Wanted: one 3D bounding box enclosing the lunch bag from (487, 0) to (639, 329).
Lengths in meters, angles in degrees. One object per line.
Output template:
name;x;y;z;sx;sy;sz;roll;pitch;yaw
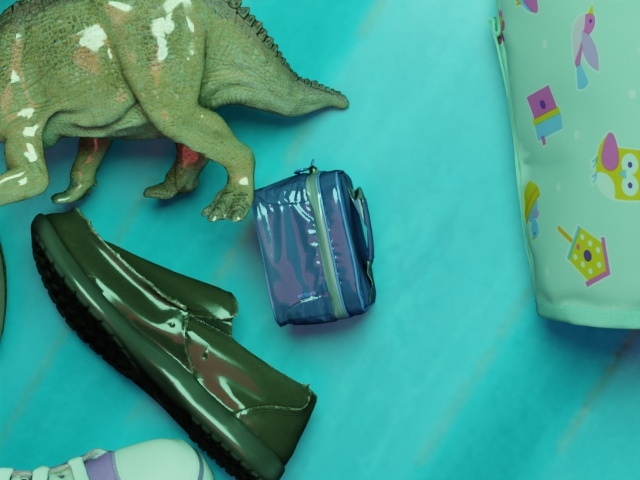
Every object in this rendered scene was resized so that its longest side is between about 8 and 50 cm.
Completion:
lunch bag;0.218;-0.067;0.742;0.262;0.160;0.223;-4;97;41

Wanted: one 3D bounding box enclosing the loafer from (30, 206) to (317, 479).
loafer;-0.090;0.056;0.848;0.220;0.080;0.078;45;69;0

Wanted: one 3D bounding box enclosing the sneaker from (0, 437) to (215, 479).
sneaker;-0.207;0.168;0.801;0.282;0.102;0.161;-27;125;-9

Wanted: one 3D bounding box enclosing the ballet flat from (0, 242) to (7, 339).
ballet flat;-0.261;-0.032;0.867;0.084;0.058;0.250;-19;100;-16

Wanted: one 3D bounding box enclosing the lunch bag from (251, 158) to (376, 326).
lunch bag;0.000;0.000;0.825;0.065;0.067;0.098;-11;94;8

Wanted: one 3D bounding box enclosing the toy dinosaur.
toy dinosaur;-0.127;-0.113;0.780;0.295;0.127;0.200;-3;102;-4
